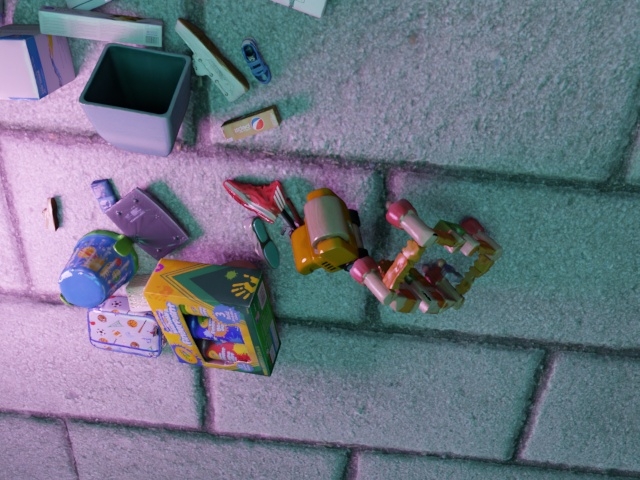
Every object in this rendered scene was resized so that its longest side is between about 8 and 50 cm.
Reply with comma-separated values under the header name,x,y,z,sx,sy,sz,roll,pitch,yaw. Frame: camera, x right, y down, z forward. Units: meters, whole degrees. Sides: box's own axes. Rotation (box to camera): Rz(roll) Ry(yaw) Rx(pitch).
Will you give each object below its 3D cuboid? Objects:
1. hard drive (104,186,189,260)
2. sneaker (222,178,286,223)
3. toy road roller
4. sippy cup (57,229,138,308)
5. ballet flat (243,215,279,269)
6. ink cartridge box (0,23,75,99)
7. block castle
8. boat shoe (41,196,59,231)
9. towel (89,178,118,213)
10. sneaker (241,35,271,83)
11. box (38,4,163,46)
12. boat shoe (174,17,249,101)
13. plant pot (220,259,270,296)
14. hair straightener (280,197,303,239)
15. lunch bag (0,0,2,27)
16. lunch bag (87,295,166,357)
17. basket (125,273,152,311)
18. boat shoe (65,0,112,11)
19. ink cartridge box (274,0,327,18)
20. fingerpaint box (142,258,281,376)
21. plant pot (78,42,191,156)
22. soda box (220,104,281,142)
name,x,y,z,sx,sy,sz,roll,pitch,yaw
hard drive,-0.597,-0.060,1.883,0.172,0.054,0.254,-33,117,17
sneaker,-0.209,-0.163,1.810,0.221,0.087,0.128,37,78,4
toy road roller,0.000,0.000,1.731,0.241,0.202,0.329,-20,156,16
sippy cup,-0.795,0.114,1.908,0.240,0.224,0.305,13,118,-3
ballet flat,-0.209,0.008,1.906,0.068,0.072,0.213,-2,122,37
ink cartridge box,-0.852,-0.519,1.558,0.172,0.232,0.168,2,121,3
block castle,0.331,0.050,1.714,0.454,0.213,0.302,9,120,-43
boat shoe,-0.956,-0.092,1.904,0.045,0.050,0.135,7,119,-6
towel,-0.743,-0.152,1.868,0.067,0.029,0.119,-10,117,8
sneaker,-0.195,-0.529,1.603,0.053,0.059,0.144,-22,116,13
box,-0.615,-0.607,1.533,0.325,0.063,0.067,0,127,-16
boat shoe,-0.336,-0.523,1.594,0.096,0.098,0.277,-36,112,20
plant pot,-0.285,0.146,1.935,0.238,0.109,0.237,10,139,9
hair straightener,-0.094,-0.037,1.882,0.089,0.047,0.230,-23,119,16
lunch bag,-1.003,-0.642,1.484,0.160,0.262,0.223,16,118,-5
lunch bag,-0.738,0.341,2.095,0.304,0.115,0.243,12,121,-1
basket,-0.619,0.188,2.002,0.168,0.113,0.103,-5,114,7
boat shoe,-0.628,-0.703,1.524,0.227,0.083,0.075,-18,117,14
ink cartridge box,-0.077,-0.682,1.458,0.209,0.153,0.086,18,117,-7
fingerpaint box,-0.363,0.283,1.903,0.372,0.163,0.444,6,138,12
plant pot,-0.522,-0.386,1.598,0.247,0.247,0.252,10,149,-2
soda box,-0.216,-0.365,1.693,0.182,0.061,0.058,-15,116,12
